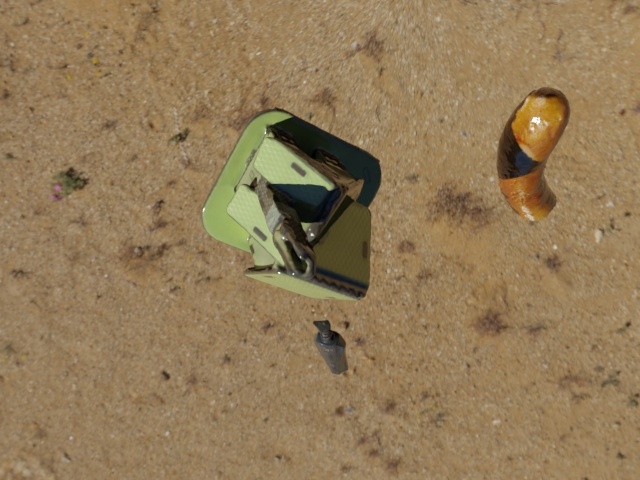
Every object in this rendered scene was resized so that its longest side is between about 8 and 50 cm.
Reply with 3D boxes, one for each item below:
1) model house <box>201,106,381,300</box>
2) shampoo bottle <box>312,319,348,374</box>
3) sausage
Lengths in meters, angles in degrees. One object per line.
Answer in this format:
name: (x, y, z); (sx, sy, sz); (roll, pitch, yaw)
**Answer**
model house: (0.000, 0.000, 0.721); (0.218, 0.278, 0.204); (20, 110, -28)
shampoo bottle: (0.016, 0.155, 0.867); (0.048, 0.027, 0.137); (9, 147, 17)
sausage: (0.333, -0.124, 0.959); (0.103, 0.076, 0.302); (-18, 149, 7)
